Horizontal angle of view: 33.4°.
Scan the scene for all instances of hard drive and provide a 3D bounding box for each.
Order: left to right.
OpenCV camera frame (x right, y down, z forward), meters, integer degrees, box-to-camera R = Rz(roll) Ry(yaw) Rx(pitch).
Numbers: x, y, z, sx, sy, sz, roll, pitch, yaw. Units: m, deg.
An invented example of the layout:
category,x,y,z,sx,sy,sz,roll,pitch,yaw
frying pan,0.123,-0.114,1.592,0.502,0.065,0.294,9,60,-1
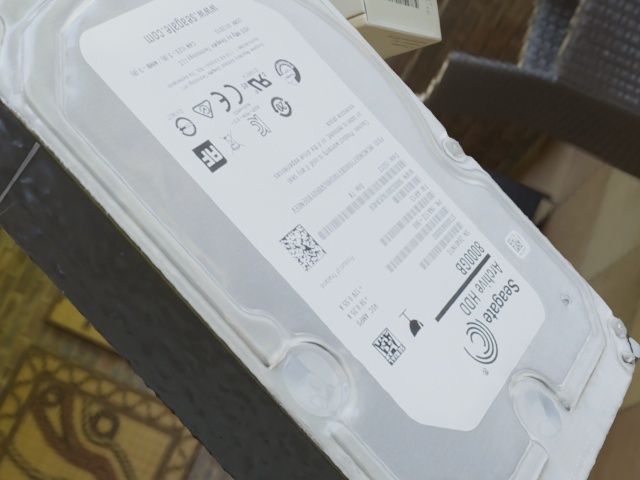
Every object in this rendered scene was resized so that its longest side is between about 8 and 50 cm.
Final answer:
category,x,y,z,sx,sy,sz,roll,pitch,yaw
hard drive,0.000,0.000,0.518,0.064,0.339,0.237,-41,0,40

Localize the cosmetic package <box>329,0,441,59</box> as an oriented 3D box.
category,x,y,z,sx,sy,sz,roll,pitch,yaw
cosmetic package,-0.030,-0.257,1.270,0.160,0.309,0.113,-3,-97,-51
